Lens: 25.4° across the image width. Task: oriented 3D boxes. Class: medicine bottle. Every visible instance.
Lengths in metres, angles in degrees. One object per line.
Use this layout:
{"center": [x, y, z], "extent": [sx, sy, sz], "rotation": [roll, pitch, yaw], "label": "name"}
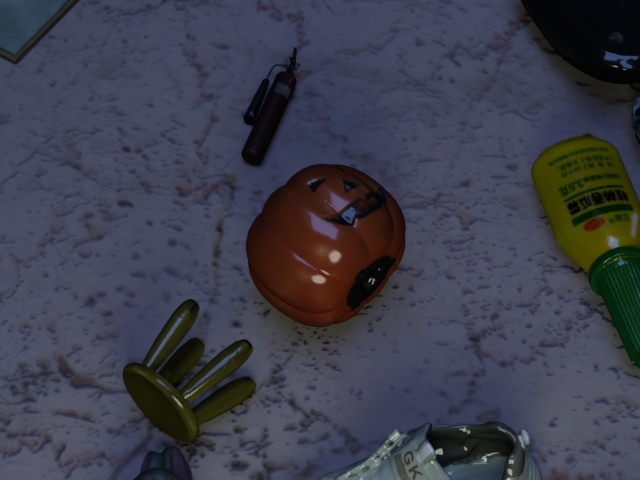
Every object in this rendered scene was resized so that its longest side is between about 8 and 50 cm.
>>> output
{"center": [0.341, 0.011, 1.665], "extent": [0.111, 0.076, 0.309], "rotation": [-16, 58, 0], "label": "medicine bottle"}

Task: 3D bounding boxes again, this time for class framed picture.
{"center": [-0.411, -0.337, 1.966], "extent": [0.136, 0.010, 0.201], "rotation": [27, 60, 19], "label": "framed picture"}

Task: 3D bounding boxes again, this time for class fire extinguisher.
{"center": [-0.068, -0.172, 1.833], "extent": [0.049, 0.035, 0.173], "rotation": [-11, 45, 42], "label": "fire extinguisher"}

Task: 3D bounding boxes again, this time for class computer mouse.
{"center": [0.376, -0.290, 1.852], "extent": [0.170, 0.100, 0.269], "rotation": [-18, 52, -15], "label": "computer mouse"}

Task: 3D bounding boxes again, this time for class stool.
{"center": [-0.144, 0.148, 1.570], "extent": [0.110, 0.135, 0.134], "rotation": [-42, 109, -26], "label": "stool"}

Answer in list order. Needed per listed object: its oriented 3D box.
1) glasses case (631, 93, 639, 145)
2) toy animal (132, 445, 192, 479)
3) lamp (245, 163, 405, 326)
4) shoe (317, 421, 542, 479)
{"center": [0.552, -0.165, 1.774], "extent": [0.328, 0.076, 0.125], "rotation": [-12, 58, -5], "label": "glasses case"}
{"center": [-0.170, 0.305, 1.465], "extent": [0.127, 0.125, 0.251], "rotation": [12, 46, -24], "label": "toy animal"}
{"center": [0.000, 0.000, 1.620], "extent": [0.164, 0.187, 0.187], "rotation": [37, 65, 22], "label": "lamp"}
{"center": [0.086, 0.256, 1.461], "extent": [0.316, 0.159, 0.124], "rotation": [-16, 58, -12], "label": "shoe"}
